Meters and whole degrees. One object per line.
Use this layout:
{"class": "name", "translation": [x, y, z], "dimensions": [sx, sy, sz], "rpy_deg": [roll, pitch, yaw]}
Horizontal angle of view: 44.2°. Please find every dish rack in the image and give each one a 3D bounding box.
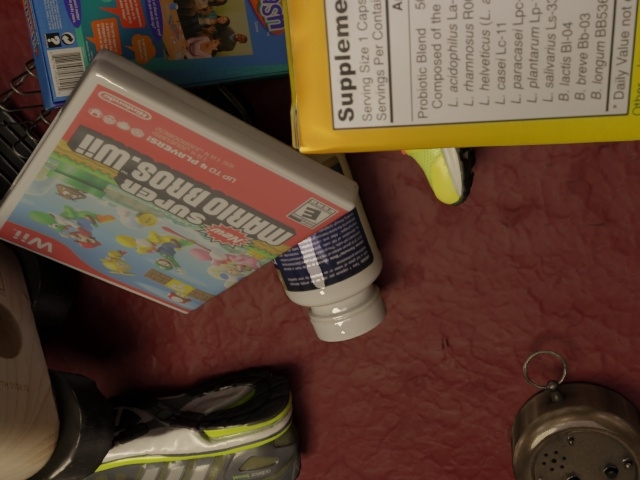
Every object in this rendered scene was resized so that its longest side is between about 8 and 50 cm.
{"class": "dish rack", "translation": [-0.206, -0.095, 0.721], "dimensions": [0.271, 0.074, 0.208], "rpy_deg": [-40, 97, 23]}

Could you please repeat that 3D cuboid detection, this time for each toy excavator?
{"class": "toy excavator", "translation": [-0.479, 0.106, 0.745], "dimensions": [0.445, 0.222, 0.433], "rpy_deg": [-28, 67, 11]}

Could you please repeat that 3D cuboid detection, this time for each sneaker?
{"class": "sneaker", "translation": [-0.156, 0.229, 0.819], "dimensions": [0.300, 0.111, 0.121], "rpy_deg": [-13, 111, 19]}
{"class": "sneaker", "translation": [0.058, -0.118, 0.657], "dimensions": [0.094, 0.081, 0.208], "rpy_deg": [-26, 93, 21]}

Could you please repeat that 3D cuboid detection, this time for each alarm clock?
{"class": "alarm clock", "translation": [0.238, 0.187, 0.741], "dimensions": [0.129, 0.064, 0.192], "rpy_deg": [-22, 101, 19]}

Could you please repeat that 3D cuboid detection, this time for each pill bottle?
{"class": "pill bottle", "translation": [0.000, 0.000, 0.701], "dimensions": [0.094, 0.094, 0.169], "rpy_deg": [-16, 106, 18]}

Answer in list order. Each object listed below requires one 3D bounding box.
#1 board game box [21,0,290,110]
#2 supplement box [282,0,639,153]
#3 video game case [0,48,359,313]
{"class": "board game box", "translation": [-0.117, -0.193, 0.599], "dimensions": [0.210, 0.047, 0.160], "rpy_deg": [-13, 99, -24]}
{"class": "supplement box", "translation": [0.160, -0.179, 0.469], "dimensions": [0.356, 0.195, 0.194], "rpy_deg": [-2, 114, 6]}
{"class": "video game case", "translation": [-0.133, -0.024, 0.633], "dimensions": [0.204, 0.025, 0.285], "rpy_deg": [26, 147, -25]}
